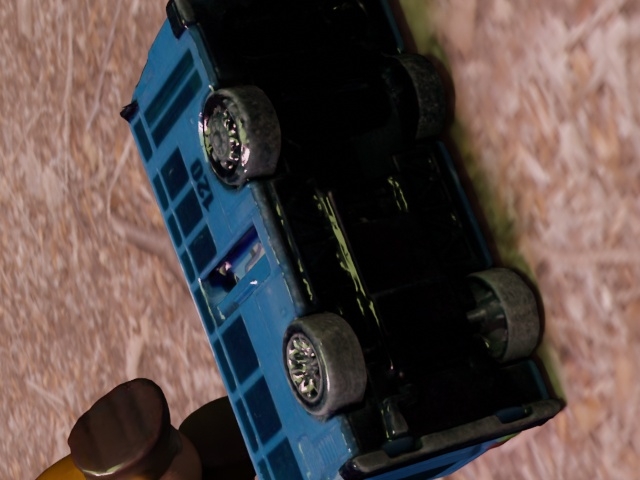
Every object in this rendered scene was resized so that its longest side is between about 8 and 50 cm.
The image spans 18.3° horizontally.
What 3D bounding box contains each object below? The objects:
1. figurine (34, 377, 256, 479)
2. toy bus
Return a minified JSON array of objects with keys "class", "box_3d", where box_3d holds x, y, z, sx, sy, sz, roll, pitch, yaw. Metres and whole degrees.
[{"class":"figurine","box_3d":[-0.031,0.191,0.748,0.257,0.167,0.192,58,180,28]},{"class":"toy bus","box_3d":[0.000,0.000,0.713,0.106,0.090,0.184,-47,60,59]}]
